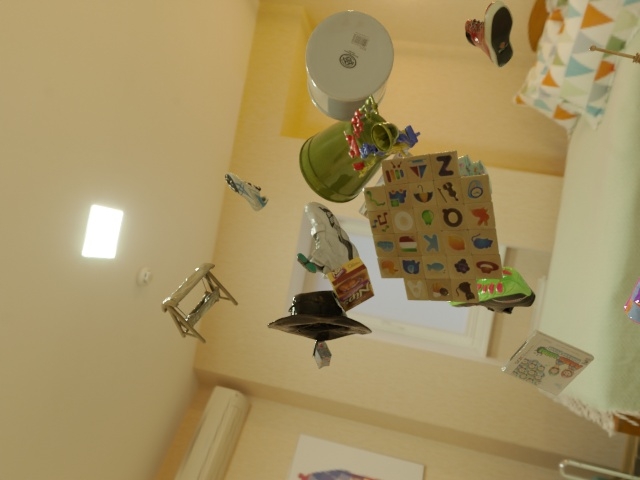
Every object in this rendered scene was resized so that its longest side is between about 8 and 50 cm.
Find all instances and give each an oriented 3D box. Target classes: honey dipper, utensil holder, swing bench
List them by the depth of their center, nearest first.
[{"bbox_3d":[0.877,-0.550,1.447,0.030,0.161,0.030,-46,-29,-35],"label":"honey dipper"},{"bbox_3d":[0.103,-0.636,1.847,0.385,0.328,0.327,-70,-11,-84],"label":"utensil holder"},{"bbox_3d":[-0.541,0.267,2.166,0.253,0.165,0.254,-50,-52,-35],"label":"swing bench"}]

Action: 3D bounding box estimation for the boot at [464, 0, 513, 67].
[{"bbox_3d":[0.489,-0.647,1.481,0.088,0.176,0.244,-39,-27,6],"label":"boot"}]

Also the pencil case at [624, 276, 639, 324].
[{"bbox_3d":[0.674,0.062,0.945,0.104,0.105,0.236,-30,-42,-77],"label":"pencil case"}]

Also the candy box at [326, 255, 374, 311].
[{"bbox_3d":[0.093,0.133,1.457,0.053,0.109,0.186,58,175,32],"label":"candy box"}]

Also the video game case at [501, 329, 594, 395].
[{"bbox_3d":[0.546,0.297,1.187,0.019,0.157,0.143,-75,10,-61],"label":"video game case"}]

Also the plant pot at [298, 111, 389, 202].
[{"bbox_3d":[0.145,-0.403,2.244,0.353,0.367,0.366,-31,36,53],"label":"plant pot"}]

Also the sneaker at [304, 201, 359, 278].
[{"bbox_3d":[0.000,0.000,2.240,0.210,0.365,0.137,-32,-9,-28],"label":"sneaker"}]

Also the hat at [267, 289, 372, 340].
[{"bbox_3d":[-0.001,0.225,1.557,0.331,0.332,0.133,76,-166,-67],"label":"hat"}]

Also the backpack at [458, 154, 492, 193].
[{"bbox_3d":[0.586,-0.245,1.941,0.166,0.145,0.188,28,-138,-51],"label":"backpack"}]

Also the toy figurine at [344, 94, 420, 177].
[{"bbox_3d":[0.238,-0.358,1.632,0.362,0.218,0.191,137,117,-75],"label":"toy figurine"}]

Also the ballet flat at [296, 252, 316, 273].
[{"bbox_3d":[-0.056,0.099,1.980,0.041,0.114,0.041,-33,-28,-20],"label":"ballet flat"}]

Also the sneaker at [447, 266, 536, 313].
[{"bbox_3d":[0.707,0.239,2.083,0.185,0.202,0.483,-54,8,-14],"label":"sneaker"}]

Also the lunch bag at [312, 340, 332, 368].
[{"bbox_3d":[0.000,0.388,1.700,0.071,0.053,0.083,100,152,-46],"label":"lunch bag"}]

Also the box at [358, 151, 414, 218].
[{"bbox_3d":[0.279,-0.231,2.066,0.067,0.063,0.323,26,-81,-39],"label":"box"}]

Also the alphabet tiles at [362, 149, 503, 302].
[{"bbox_3d":[0.243,-0.020,1.090,0.011,0.285,0.342,-34,-65,-53],"label":"alphabet tiles"}]

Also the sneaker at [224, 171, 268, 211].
[{"bbox_3d":[-0.295,-0.206,1.964,0.086,0.085,0.237,-49,-41,-4],"label":"sneaker"}]
